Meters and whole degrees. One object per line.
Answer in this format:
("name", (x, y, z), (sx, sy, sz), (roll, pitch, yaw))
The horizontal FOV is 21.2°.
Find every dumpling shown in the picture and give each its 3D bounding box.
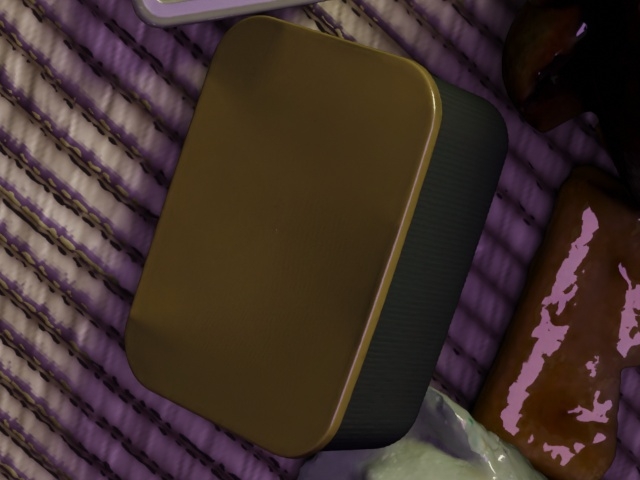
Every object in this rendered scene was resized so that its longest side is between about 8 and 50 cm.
("dumpling", (0.078, 0.171, 0.929), (0.108, 0.153, 0.219), (-24, 102, -31))

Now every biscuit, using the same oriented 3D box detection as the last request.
("biscuit", (0.181, 0.066, 0.954), (0.174, 0.039, 0.183), (25, 95, -11))

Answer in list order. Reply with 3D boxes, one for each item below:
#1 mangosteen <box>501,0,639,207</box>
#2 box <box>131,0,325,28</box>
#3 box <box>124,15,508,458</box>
("mangosteen", (0.238, -0.129, 0.821), (0.347, 0.307, 0.307), (28, 95, 20))
("box", (-0.042, -0.161, 0.882), (0.122, 0.062, 0.089), (-10, 99, -4))
("box", (0.000, 0.000, 0.868), (0.144, 0.090, 0.201), (20, 96, 35))
